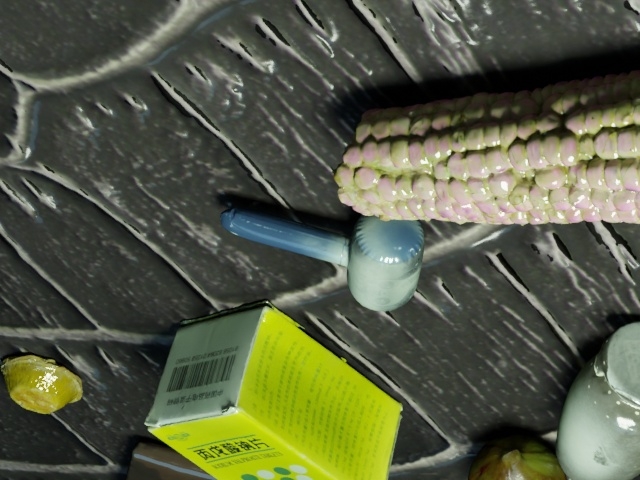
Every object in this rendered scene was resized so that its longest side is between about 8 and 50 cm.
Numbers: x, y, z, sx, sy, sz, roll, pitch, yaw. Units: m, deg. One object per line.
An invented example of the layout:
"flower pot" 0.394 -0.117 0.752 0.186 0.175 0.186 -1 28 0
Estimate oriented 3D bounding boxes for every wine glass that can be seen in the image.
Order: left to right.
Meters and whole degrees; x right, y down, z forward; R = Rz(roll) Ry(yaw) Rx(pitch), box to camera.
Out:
"wine glass" 0.298 0.167 1.699 0.111 0.111 0.204 14 147 -1

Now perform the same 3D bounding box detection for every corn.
"corn" 0.176 -0.065 1.388 0.335 0.127 0.126 -4 143 29

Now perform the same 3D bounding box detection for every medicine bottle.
"medicine bottle" -0.046 0.191 1.839 0.137 0.141 0.250 -14 139 41

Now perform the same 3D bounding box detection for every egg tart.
"egg tart" -0.328 0.171 2.003 0.105 0.039 0.105 11 148 7

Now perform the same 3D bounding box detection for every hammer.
"hammer" 0.000 0.000 1.602 0.194 0.069 0.116 15 149 6

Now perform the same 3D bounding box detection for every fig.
"fig" 0.210 0.257 1.879 0.109 0.103 0.155 -19 148 8

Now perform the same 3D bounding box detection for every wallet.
"wallet" -0.092 0.327 2.151 0.309 0.042 0.165 13 146 -3
